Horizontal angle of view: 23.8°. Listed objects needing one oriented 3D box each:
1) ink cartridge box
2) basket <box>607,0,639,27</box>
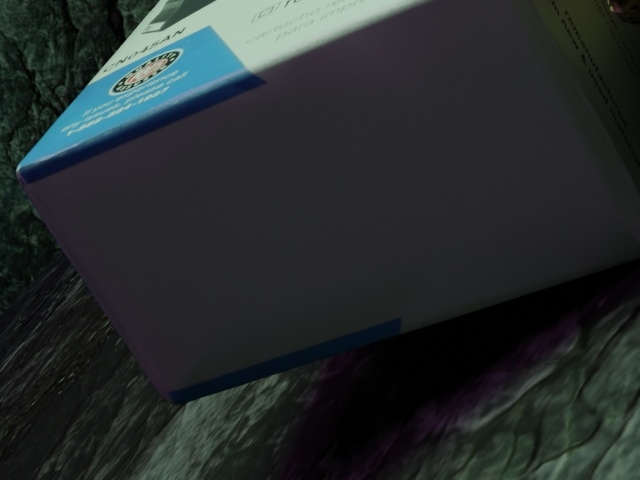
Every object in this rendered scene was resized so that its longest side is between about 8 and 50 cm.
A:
[{"bbox_3d":[0.047,-0.116,0.874,0.285,0.166,0.395,-20,24,27],"label":"ink cartridge box"},{"bbox_3d":[0.149,-0.213,0.688,0.299,0.223,0.213,-65,-22,-59],"label":"basket"}]
